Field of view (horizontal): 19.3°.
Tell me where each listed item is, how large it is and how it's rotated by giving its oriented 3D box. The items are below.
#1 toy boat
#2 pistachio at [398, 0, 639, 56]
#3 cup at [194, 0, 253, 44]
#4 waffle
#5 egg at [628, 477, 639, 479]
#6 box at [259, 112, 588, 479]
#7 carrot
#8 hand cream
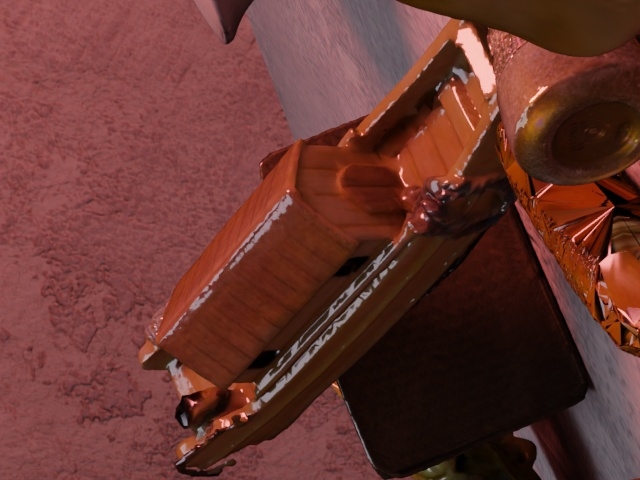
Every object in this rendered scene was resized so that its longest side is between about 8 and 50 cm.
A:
[{"bbox_3d":[0.000,0.000,1.307,0.445,0.162,0.136,-46,56,37],"label":"toy boat"},{"bbox_3d":[0.068,-0.199,0.667,0.212,0.162,0.261,33,137,45],"label":"pistachio"},{"bbox_3d":[-0.091,-0.356,1.599,0.347,0.163,0.347,62,176,8],"label":"cup"},{"bbox_3d":[0.130,0.191,1.717,0.317,0.073,0.297,52,-170,33],"label":"waffle"},{"bbox_3d":[0.220,0.201,1.251,0.080,0.080,0.096,74,176,-55],"label":"egg"},{"bbox_3d":[0.075,0.038,1.514,0.143,0.184,0.273,112,135,-83],"label":"box"},{"bbox_3d":[0.156,-0.013,1.068,0.229,0.069,0.069,-116,6,-55],"label":"carrot"},{"bbox_3d":[0.115,-0.123,0.995,0.084,0.084,0.203,72,-179,-49],"label":"hand cream"}]
